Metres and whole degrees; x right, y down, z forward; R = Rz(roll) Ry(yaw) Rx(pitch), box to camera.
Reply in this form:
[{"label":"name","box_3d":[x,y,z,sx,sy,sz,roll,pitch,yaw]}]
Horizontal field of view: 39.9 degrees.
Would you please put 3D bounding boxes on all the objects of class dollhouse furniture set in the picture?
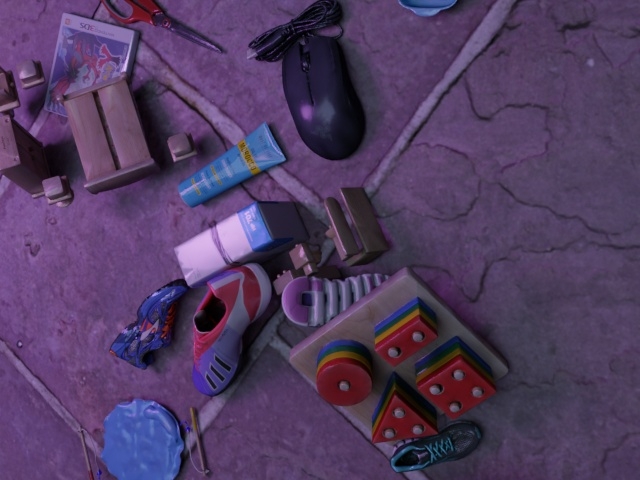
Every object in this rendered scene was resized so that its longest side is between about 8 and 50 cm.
[{"label":"dollhouse furniture set","box_3d":[0.000,0.000,1.506,0.151,0.144,0.123,-37,67,40]},{"label":"dollhouse furniture set","box_3d":[-0.437,-0.225,1.712,0.356,0.174,0.303,-19,76,-1]}]

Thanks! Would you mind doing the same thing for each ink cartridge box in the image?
[{"label":"ink cartridge box","box_3d":[-0.138,0.006,1.556,0.191,0.140,0.082,-27,81,24]}]

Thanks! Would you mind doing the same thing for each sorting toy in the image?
[{"label":"sorting toy","box_3d":[0.125,0.213,1.403,0.255,0.089,0.257,-38,114,22]}]

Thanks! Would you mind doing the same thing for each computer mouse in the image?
[{"label":"computer mouse","box_3d":[-0.017,-0.267,1.521,0.189,0.072,0.272,-23,83,23]}]

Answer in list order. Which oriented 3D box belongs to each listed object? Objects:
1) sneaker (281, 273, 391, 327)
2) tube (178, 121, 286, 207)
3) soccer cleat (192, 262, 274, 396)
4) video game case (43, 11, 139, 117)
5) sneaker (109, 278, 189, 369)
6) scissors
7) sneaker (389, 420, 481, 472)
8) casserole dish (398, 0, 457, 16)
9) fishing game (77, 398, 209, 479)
[{"label":"sneaker","box_3d":[0.043,0.108,1.481,0.237,0.104,0.095,4,76,-14]},{"label":"tube","box_3d":[-0.165,-0.131,1.615,0.207,0.052,0.080,-30,88,18]},{"label":"soccer cleat","box_3d":[-0.188,0.167,1.562,0.108,0.117,0.318,52,134,29]},{"label":"video game case","box_3d":[-0.456,-0.334,1.746,0.184,0.023,0.201,19,101,23]},{"label":"sneaker","box_3d":[-0.310,0.160,1.690,0.087,0.083,0.221,41,115,3]},{"label":"scissors","box_3d":[-0.308,-0.413,1.678,0.297,0.021,0.109,46,107,14]},{"label":"sneaker","box_3d":[0.187,0.351,1.463,0.167,0.076,0.065,-28,83,24]},{"label":"casserole dish","box_3d":[0.185,-0.458,1.435,0.114,0.037,0.188,7,97,24]},{"label":"fishing game","box_3d":[-0.351,0.401,1.737,0.264,0.041,0.189,-16,87,17]}]
